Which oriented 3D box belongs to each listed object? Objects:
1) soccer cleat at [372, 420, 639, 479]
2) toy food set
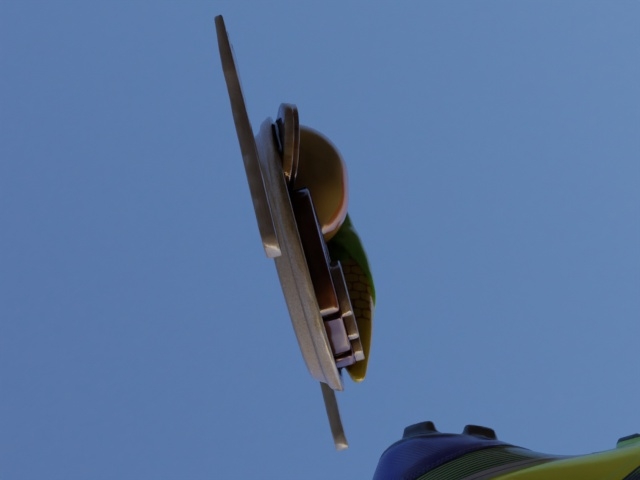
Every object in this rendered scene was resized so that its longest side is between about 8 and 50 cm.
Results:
[{"bbox_3d":[0.174,0.183,1.199,0.289,0.093,0.121,1,-140,7],"label":"soccer cleat"},{"bbox_3d":[0.000,0.000,0.806,0.192,0.038,0.132,72,-177,-58],"label":"toy food set"}]
